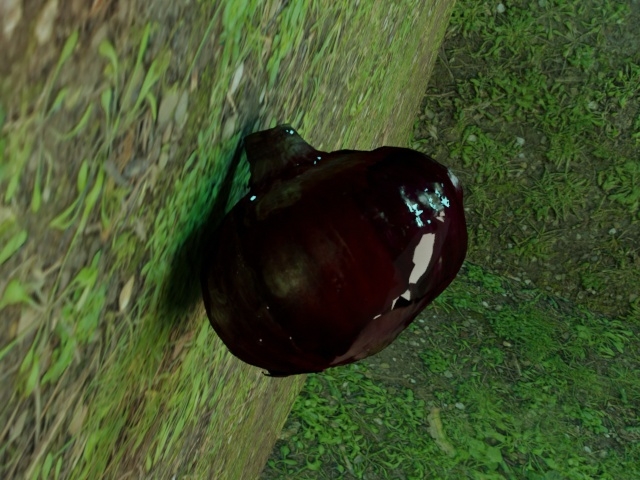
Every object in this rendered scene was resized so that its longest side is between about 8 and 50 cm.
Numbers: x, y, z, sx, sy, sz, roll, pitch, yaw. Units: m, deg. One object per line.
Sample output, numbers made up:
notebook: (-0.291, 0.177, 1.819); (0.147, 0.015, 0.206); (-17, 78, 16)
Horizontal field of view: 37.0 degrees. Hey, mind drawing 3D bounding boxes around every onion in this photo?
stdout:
onion: (0.000, 0.000, 0.830); (0.252, 0.219, 0.252); (-28, -172, 4)
